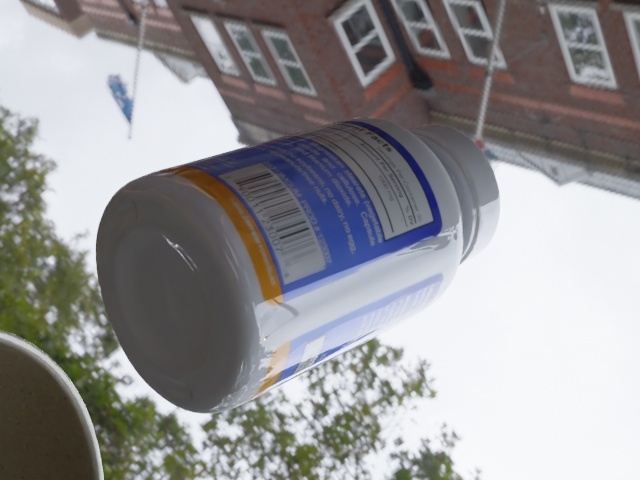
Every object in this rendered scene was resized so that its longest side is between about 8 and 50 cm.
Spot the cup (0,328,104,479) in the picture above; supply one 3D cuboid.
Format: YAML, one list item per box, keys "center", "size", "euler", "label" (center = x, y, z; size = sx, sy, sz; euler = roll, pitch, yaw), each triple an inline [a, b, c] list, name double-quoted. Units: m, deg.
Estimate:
- center: [-0.336, 0.211, 0.635]
  size: [0.237, 0.331, 0.331]
  euler: [3, -135, 24]
  label: "cup"

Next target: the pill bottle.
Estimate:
- center: [0.000, 0.000, 0.659]
  size: [0.152, 0.152, 0.272]
  euler: [11, -157, 43]
  label: "pill bottle"
